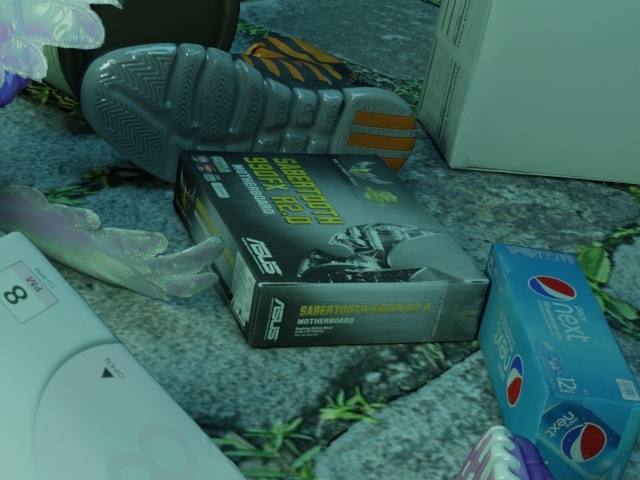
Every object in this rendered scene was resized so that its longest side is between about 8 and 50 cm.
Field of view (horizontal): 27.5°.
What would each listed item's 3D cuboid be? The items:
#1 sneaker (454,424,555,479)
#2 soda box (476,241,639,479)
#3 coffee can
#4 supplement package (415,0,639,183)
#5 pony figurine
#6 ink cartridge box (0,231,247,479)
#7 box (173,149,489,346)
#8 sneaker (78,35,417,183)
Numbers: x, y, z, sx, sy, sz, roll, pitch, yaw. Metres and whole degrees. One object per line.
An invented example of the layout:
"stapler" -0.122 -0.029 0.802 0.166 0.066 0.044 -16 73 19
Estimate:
"sneaker" 0.126 0.191 0.658 0.105 0.095 0.236 11 30 -15
"soda box" 0.159 0.081 0.906 0.067 0.071 0.210 9 26 -6
"coffee can" -0.243 -0.255 1.286 0.201 0.201 0.275 -16 36 -43
"supplement package" 0.258 -0.181 1.329 0.262 0.204 0.145 4 27 -14
"pony figurine" -0.277 -0.069 0.870 0.351 0.302 0.363 18 40 34
"ink cartridge box" -0.166 0.115 0.617 0.189 0.066 0.232 48 33 4
"box" 0.000 0.000 1.028 0.183 0.056 0.231 0 28 -21
"sneaker" -0.083 -0.128 1.212 0.321 0.124 0.180 9 19 -29
